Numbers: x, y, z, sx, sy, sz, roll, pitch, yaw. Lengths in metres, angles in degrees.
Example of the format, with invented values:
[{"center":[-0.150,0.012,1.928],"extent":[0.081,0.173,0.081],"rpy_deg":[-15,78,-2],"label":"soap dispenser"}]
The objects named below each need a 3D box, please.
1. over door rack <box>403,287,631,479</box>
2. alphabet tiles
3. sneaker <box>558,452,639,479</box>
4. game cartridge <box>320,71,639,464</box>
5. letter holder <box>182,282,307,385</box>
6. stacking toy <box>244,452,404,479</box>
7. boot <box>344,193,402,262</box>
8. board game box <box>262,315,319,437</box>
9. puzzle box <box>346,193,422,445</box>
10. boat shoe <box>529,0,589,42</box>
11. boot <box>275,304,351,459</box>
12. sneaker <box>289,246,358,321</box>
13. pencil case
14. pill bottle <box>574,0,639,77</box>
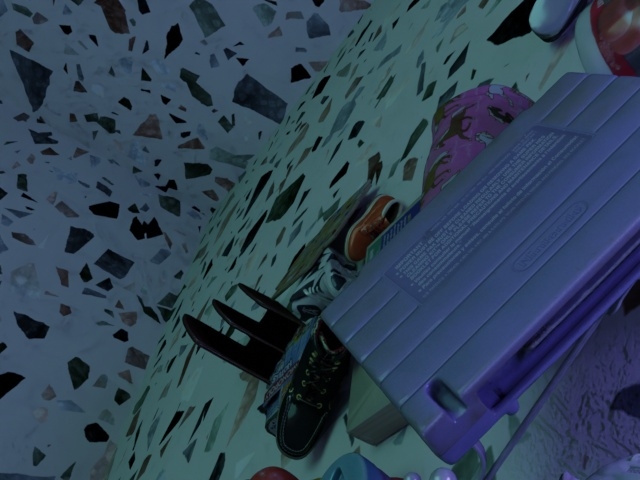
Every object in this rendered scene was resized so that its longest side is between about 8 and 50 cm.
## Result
[{"center":[0.152,0.174,0.471],"extent":[0.324,0.108,0.239],"rpy_deg":[-54,5,27],"label":"over door rack"},{"center":[0.000,0.000,1.481],"extent":[0.285,0.011,0.342],"rpy_deg":[-55,6,-33],"label":"alphabet tiles"},{"center":[0.252,0.194,0.457],"extent":[0.235,0.090,0.095],"rpy_deg":[-36,19,50],"label":"sneaker"},{"center":[0.172,-0.003,0.559],"extent":[0.355,0.068,0.230],"rpy_deg":[-44,21,-2],"label":"game cartridge"},{"center":[-0.190,0.185,1.495],"extent":[0.152,0.214,0.302],"rpy_deg":[-60,17,-4],"label":"letter holder"},{"center":[-0.024,0.403,0.795],"extent":[0.309,0.130,0.279],"rpy_deg":[-37,27,52],"label":"stacking toy"},{"center":[0.106,-0.022,1.288],"extent":[0.158,0.059,0.085],"rpy_deg":[-59,22,-3],"label":"boot"},{"center":[-0.048,0.273,1.209],"extent":[0.194,0.060,0.194],"rpy_deg":[-48,19,31],"label":"board game box"},{"center":[0.155,0.074,0.983],"extent":[0.272,0.052,0.409],"rpy_deg":[-47,20,37],"label":"puzzle box"},{"center":[0.417,-0.428,1.045],"extent":[0.070,0.078,0.219],"rpy_deg":[2,-56,-58],"label":"boat shoe"},{"center":[-0.008,0.221,1.033],"extent":[0.178,0.085,0.236],"rpy_deg":[100,-167,-62],"label":"boot"},{"center":[0.007,0.110,1.274],"extent":[0.153,0.094,0.235],"rpy_deg":[-58,17,9],"label":"sneaker"},{"center":[0.217,-0.050,0.816],"extent":[0.160,0.167,0.386],"rpy_deg":[-22,34,28],"label":"pencil case"},{"center":[0.411,-0.240,0.579],"extent":[0.318,0.176,0.176],"rpy_deg":[-38,26,49],"label":"pill bottle"}]
